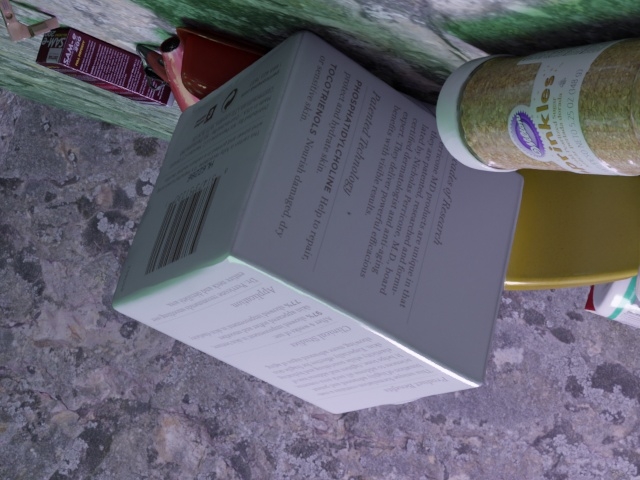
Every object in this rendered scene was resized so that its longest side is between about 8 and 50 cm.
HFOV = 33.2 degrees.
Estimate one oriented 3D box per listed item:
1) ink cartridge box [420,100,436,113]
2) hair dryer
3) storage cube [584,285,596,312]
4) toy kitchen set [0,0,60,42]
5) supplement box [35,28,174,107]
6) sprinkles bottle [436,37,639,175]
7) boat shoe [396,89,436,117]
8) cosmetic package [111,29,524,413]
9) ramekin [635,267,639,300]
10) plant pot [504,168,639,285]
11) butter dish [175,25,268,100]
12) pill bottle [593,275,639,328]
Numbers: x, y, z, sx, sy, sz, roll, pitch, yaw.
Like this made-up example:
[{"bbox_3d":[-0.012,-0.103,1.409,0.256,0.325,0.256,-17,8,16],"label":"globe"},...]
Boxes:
[{"bbox_3d":[0.121,-0.171,1.699,0.165,0.065,0.333,17,179,16],"label":"ink cartridge box"},{"bbox_3d":[-0.240,-0.256,1.780,0.224,0.080,0.293,40,165,-1],"label":"hair dryer"},{"bbox_3d":[0.623,0.069,1.995,0.184,0.193,0.215,18,180,0],"label":"storage cube"},{"bbox_3d":[-0.497,-0.385,1.835,0.083,0.075,0.068,-23,-164,-17],"label":"toy kitchen set"},{"bbox_3d":[-0.401,-0.326,2.039,0.239,0.073,0.130,18,178,-36],"label":"supplement box"},{"bbox_3d":[0.235,-0.121,0.983,0.121,0.121,0.355,19,178,-21],"label":"sprinkles bottle"},{"bbox_3d":[0.059,-0.184,1.495,0.226,0.083,0.076,19,180,9],"label":"boat shoe"},{"bbox_3d":[0.000,0.000,1.440,0.394,0.327,0.329,30,150,-27],"label":"cosmetic package"},{"bbox_3d":[0.585,0.050,1.524,0.277,0.135,0.277,11,-167,-3],"label":"ramekin"},{"bbox_3d":[0.375,-0.026,1.589,0.187,0.212,0.212,5,176,10],"label":"plant pot"},{"bbox_3d":[-0.142,-0.230,1.558,0.160,0.118,0.160,19,179,0],"label":"butter dish"},{"bbox_3d":[0.656,0.081,1.777,0.361,0.204,0.204,18,179,3],"label":"pill bottle"}]
